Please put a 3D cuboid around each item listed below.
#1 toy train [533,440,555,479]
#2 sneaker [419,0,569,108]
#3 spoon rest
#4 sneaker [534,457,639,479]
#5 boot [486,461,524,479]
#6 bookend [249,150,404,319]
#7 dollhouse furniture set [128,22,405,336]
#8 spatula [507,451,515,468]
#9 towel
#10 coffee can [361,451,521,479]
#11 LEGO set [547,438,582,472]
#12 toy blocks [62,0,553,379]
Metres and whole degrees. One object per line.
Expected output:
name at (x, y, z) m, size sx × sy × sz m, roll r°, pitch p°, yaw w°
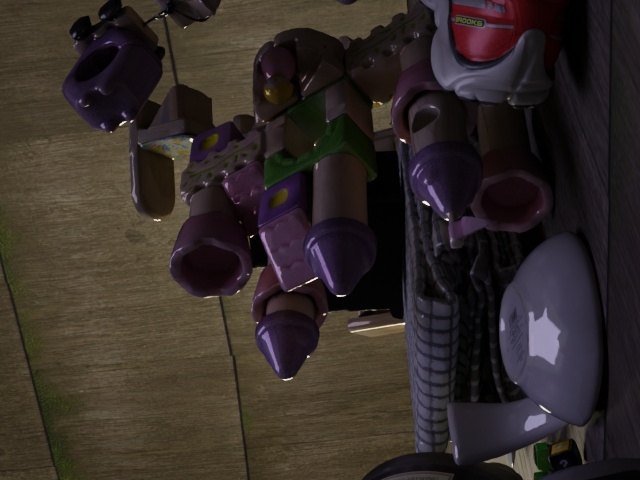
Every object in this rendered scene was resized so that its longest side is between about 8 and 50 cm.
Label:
toy train at (0.199, 0.215, 1.240) m, size 0.017 × 0.023 × 0.083 m, roll -92°, pitch -4°, yaw -71°
sneaker at (0.130, -0.204, 0.997) m, size 0.279 × 0.107 × 0.118 m, roll -99°, pitch 20°, yaw -51°
spoon rest at (0.166, 0.094, 1.062) m, size 0.276 × 0.084 × 0.137 m, roll 109°, pitch 157°, yaw -60°
sneaker at (0.150, 0.245, 0.601) m, size 0.180 × 0.124 × 0.321 m, roll -100°, pitch -8°, yaw -50°
boot at (0.189, 0.335, 1.351) m, size 0.208 × 0.076 × 0.190 m, roll -68°, pitch -41°, yaw -72°
bookend at (0.000, 0.000, 1.345) m, size 0.072 × 0.156 × 0.157 m, roll -92°, pitch -2°, yaw -48°
dollhouse furniture set at (0.031, -0.043, 1.673) m, size 0.394 × 0.362 × 0.257 m, roll 18°, pitch -116°, yaw -58°
spatula at (0.199, 0.111, 1.532) m, size 0.168 × 0.019 × 0.242 m, roll 80°, pitch -176°, yaw -59°
towel at (0.139, 0.032, 1.322) m, size 0.284 × 0.121 × 0.235 m, roll -92°, pitch -2°, yaw -49°
coffee can at (0.077, 0.337, 1.134) m, size 0.275 × 0.201 × 0.202 m, roll -60°, pitch -30°, yaw -50°
LEGO set at (0.102, 0.212, 1.023) m, size 0.060 × 0.244 × 0.182 m, roll 66°, pitch 168°, yaw -13°
toy blocks at (-0.010, -0.049, 1.076) m, size 0.309 × 0.288 × 0.260 m, roll 47°, pitch -152°, yaw -33°
